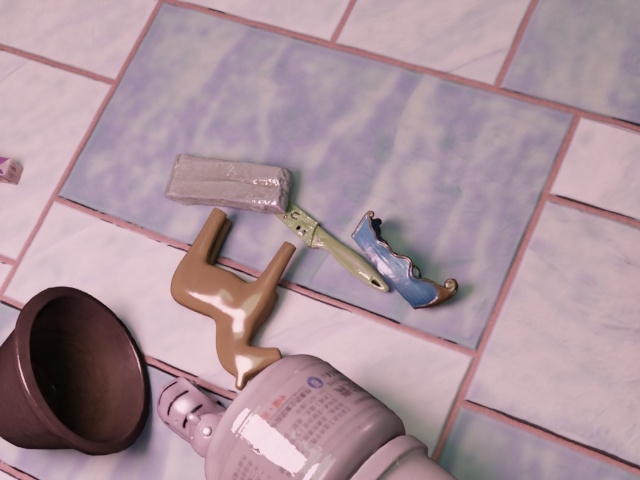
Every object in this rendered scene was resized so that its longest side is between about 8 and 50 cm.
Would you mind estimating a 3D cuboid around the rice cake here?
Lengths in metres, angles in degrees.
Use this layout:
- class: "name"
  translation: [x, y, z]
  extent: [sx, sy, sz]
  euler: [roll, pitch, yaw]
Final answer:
- class: "rice cake"
  translation: [-0.152, -0.094, 1.787]
  extent: [0.226, 0.040, 0.085]
  euler: [8, 71, 25]

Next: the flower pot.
- class: "flower pot"
  translation: [-0.406, 0.221, 1.646]
  extent: [0.166, 0.269, 0.269]
  euler: [-28, 61, 28]

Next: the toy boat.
- class: "toy boat"
  translation: [0.129, 0.030, 1.647]
  extent: [0.077, 0.075, 0.185]
  euler: [-42, 66, 5]

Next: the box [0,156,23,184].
- class: "box"
  translation: [-0.596, -0.130, 1.928]
  extent: [0.117, 0.050, 0.036]
  euler: [9, 72, 21]

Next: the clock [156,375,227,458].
- class: "clock"
  translation: [-0.181, 0.268, 1.610]
  extent: [0.176, 0.117, 0.080]
  euler: [36, 81, 26]

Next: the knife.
- class: "knife"
  translation: [-0.001, -0.001, 1.727]
  extent: [0.293, 0.020, 0.043]
  euler: [40, 84, 27]

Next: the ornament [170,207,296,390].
- class: "ornament"
  translation: [-0.134, 0.096, 1.700]
  extent: [0.230, 0.061, 0.245]
  euler: [23, 75, 21]

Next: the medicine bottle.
- class: "medicine bottle"
  translation: [0.023, 0.326, 1.459]
  extent: [0.306, 0.245, 0.245]
  euler: [35, 80, 24]
